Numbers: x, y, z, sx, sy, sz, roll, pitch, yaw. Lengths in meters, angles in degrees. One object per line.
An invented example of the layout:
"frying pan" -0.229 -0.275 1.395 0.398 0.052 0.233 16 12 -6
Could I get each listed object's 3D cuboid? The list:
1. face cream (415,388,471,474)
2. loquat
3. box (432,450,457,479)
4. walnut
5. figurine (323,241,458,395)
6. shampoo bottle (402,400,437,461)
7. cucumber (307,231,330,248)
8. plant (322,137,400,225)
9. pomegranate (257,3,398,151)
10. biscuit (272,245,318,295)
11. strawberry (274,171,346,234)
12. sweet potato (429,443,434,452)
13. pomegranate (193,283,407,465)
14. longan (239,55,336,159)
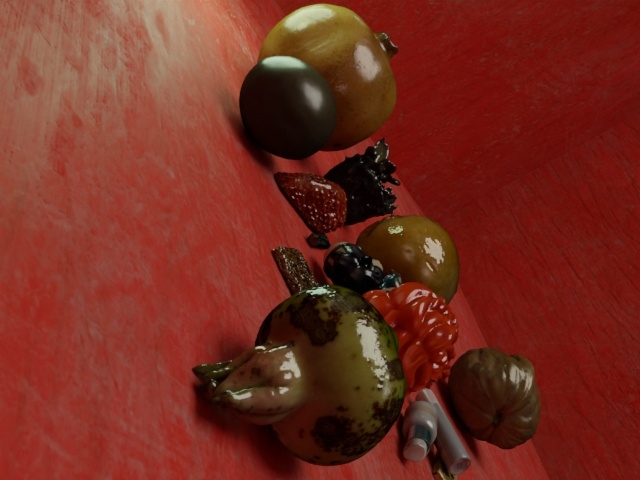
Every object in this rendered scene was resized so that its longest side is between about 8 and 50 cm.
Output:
"face cream" 0.278 0.440 1.568 0.198 0.057 0.084 -119 -166 -49
"loquat" 0.220 0.070 1.785 0.276 0.276 0.283 -13 99 -76
"box" 0.285 0.530 1.546 0.073 0.020 0.149 61 14 5
"walnut" 0.520 0.458 2.030 0.296 0.285 0.285 36 18 -7
"figurine" 0.139 0.153 1.418 0.306 0.241 0.411 61 1 -38
"shampoo bottle" 0.206 0.399 1.412 0.074 0.074 0.192 60 13 -3
"cucumber" 0.002 -0.001 1.576 0.033 0.034 0.135 58 13 10
"plant" 0.129 -0.159 1.960 0.178 0.234 0.204 59 7 -31
"pomegranate" 0.030 -0.455 1.875 0.416 0.417 0.416 55 15 -22
"biscuit" -0.014 0.118 1.296 0.236 0.026 0.131 63 15 13
"strawberry" 0.000 -0.107 1.631 0.175 0.107 0.236 62 14 8
"sweet potato" 0.238 0.436 1.539 0.034 0.034 0.095 42 30 -53
"pomegranate" -0.006 0.166 0.851 0.276 0.204 0.222 32 33 -62
"longan" -0.072 -0.297 1.531 0.248 0.248 0.248 55 15 -22
